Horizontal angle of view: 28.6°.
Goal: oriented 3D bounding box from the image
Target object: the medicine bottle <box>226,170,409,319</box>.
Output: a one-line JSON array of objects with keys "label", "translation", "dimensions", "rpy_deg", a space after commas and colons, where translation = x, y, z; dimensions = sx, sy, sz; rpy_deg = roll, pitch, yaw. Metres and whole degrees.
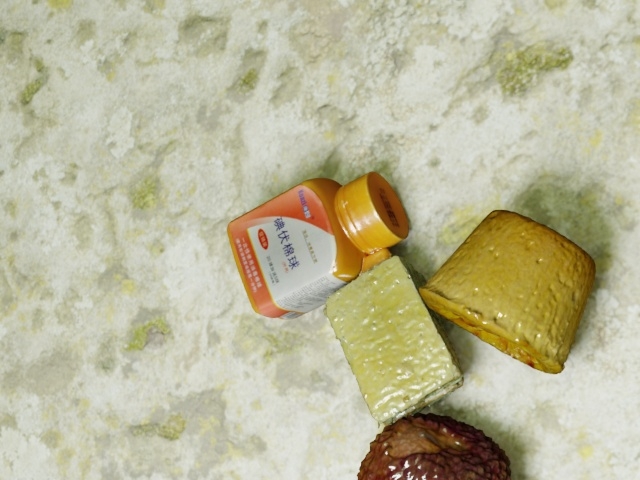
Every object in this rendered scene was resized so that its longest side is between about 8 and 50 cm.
[{"label": "medicine bottle", "translation": [0.000, 0.000, 1.692], "dimensions": [0.222, 0.112, 0.149], "rpy_deg": [-28, 71, 24]}]

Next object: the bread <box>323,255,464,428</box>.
[{"label": "bread", "translation": [0.098, 0.133, 1.613], "dimensions": [0.138, 0.102, 0.196], "rpy_deg": [-34, 60, 16]}]

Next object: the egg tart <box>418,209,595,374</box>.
[{"label": "egg tart", "translation": [0.233, 0.055, 1.521], "dimensions": [0.202, 0.202, 0.147], "rpy_deg": [25, 83, 29]}]

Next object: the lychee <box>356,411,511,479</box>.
[{"label": "lychee", "translation": [0.134, 0.311, 1.546], "dimensions": [0.188, 0.188, 0.188], "rpy_deg": [-4, 81, 29]}]
